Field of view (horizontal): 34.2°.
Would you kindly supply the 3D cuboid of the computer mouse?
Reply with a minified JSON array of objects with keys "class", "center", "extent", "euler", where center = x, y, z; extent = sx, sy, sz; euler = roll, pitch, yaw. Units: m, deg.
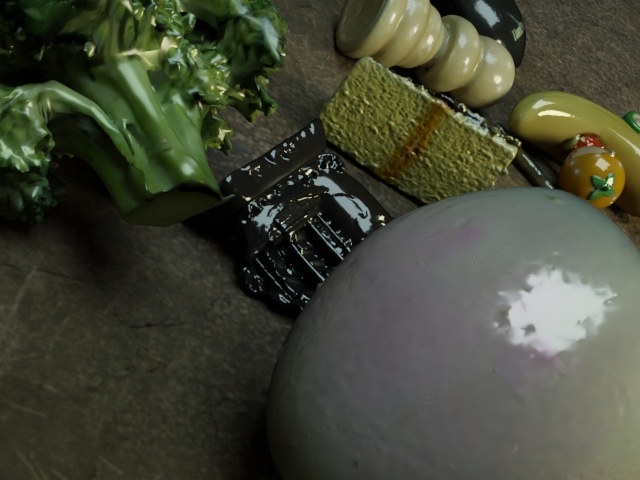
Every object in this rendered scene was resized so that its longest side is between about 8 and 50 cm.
[{"class":"computer mouse","center":[0.293,-0.440,1.944],"extent":[0.170,0.100,0.269],"euler":[-4,53,-44]}]

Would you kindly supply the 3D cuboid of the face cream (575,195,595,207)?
[{"class":"face cream","center":[0.316,0.062,1.367],"extent":[0.175,0.175,0.195],"euler":[17,40,-25]}]

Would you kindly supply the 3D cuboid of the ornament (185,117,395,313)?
[{"class":"ornament","center":[0.000,0.000,1.254],"extent":[0.260,0.106,0.251],"euler":[51,45,3]}]

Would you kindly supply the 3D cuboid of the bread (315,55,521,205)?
[{"class":"bread","center":[0.129,-0.142,1.486],"extent":[0.266,0.142,0.178],"euler":[34,-4,-3]}]

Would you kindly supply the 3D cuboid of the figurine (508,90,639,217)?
[{"class":"figurine","center":[0.452,-0.134,1.734],"extent":[0.324,0.124,0.222],"euler":[25,44,-19]}]

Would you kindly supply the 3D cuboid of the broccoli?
[{"class":"broccoli","center":[-0.219,-0.156,1.085],"extent":[0.338,0.277,0.317],"euler":[30,39,-25]}]

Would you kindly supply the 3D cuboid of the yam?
[{"class":"yam","center":[0.357,-0.103,1.695],"extent":[0.234,0.029,0.027],"euler":[52,28,18]}]

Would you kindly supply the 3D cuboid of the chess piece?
[{"class":"chess piece","center":[0.189,-0.315,1.690],"extent":[0.300,0.167,0.167],"euler":[23,39,-25]}]

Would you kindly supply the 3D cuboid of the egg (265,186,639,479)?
[{"class":"egg","center":[0.112,0.144,0.995],"extent":[0.340,0.354,0.354],"euler":[-15,59,-26]}]
